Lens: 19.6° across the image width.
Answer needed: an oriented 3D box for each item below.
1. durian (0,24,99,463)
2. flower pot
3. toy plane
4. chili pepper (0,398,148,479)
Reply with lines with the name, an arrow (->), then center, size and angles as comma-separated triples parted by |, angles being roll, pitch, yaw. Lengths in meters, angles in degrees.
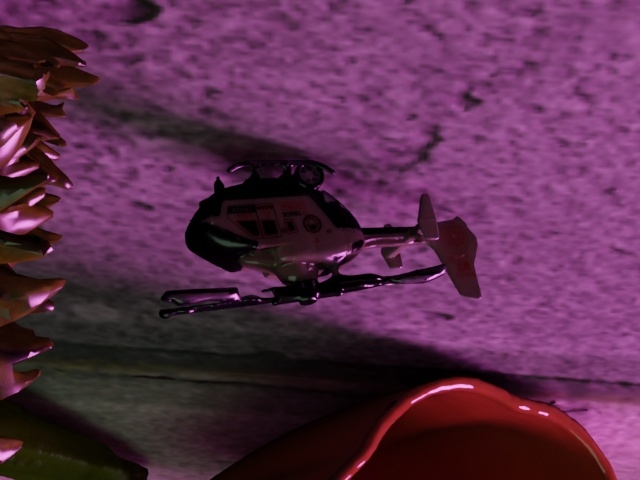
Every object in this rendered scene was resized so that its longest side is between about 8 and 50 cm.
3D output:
durian -> -0.227, 0.011, 0.504 | 0.394, 0.163, 0.198 | 0, 174, 19
flower pot -> 0.021, 0.158, 0.806 | 0.191, 0.190, 0.173 | 22, 161, -31
toy plane -> 0.000, 0.000, 0.623 | 0.121, 0.049, 0.031 | -3, 158, -25
chili pepper -> -0.153, 0.085, 0.813 | 0.208, 0.043, 0.049 | 21, 135, -31
